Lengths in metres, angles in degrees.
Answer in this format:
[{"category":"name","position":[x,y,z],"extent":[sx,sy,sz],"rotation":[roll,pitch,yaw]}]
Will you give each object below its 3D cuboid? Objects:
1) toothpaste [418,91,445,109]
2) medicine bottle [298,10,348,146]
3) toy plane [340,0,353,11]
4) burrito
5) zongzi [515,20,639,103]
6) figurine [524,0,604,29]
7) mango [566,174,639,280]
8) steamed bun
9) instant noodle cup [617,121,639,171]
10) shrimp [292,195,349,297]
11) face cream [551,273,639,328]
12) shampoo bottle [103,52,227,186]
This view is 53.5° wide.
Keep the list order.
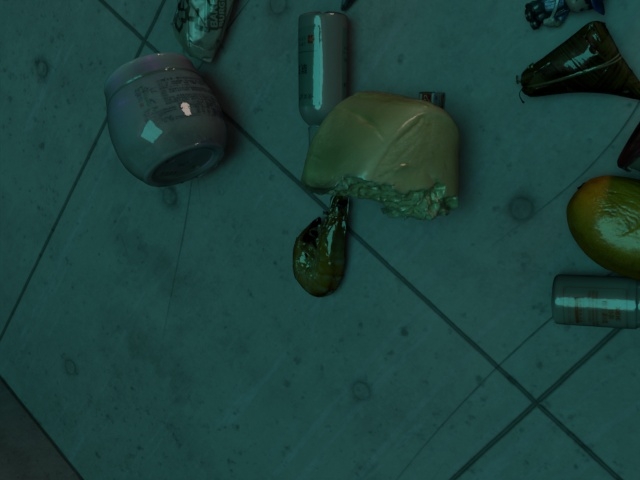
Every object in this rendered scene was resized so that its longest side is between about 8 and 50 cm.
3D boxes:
[{"category":"toothpaste","position":[0.233,-0.218,1.362],"extent":[0.040,0.047,0.196],"rotation":[13,106,42]},{"category":"medicine bottle","position":[0.005,-0.323,1.425],"extent":[0.110,0.110,0.351],"rotation":[6,102,27]},{"category":"toy plane","position":[0.101,-0.605,1.332],"extent":[0.267,0.088,0.212],"rotation":[-50,52,29]},{"category":"burrito","position":[-0.240,-0.652,1.503],"extent":[0.139,0.101,0.445],"rotation":[36,116,24]},{"category":"zongzi","position":[0.488,-0.286,1.196],"extent":[0.187,0.084,0.184],"rotation":[-34,93,36]},{"category":"figurine","position":[0.462,-0.446,1.183],"extent":[0.149,0.086,0.087],"rotation":[-12,53,41]},{"category":"mango","position":[0.594,-0.008,1.161],"extent":[0.295,0.120,0.177],"rotation":[36,102,20]},{"category":"steamed bun","position":[0.108,-0.163,1.276],"extent":[0.290,0.272,0.273],"rotation":[14,106,45]},{"category":"instant noodle cup","position":[0.643,-0.177,1.056],"extent":[0.178,0.235,0.234],"rotation":[33,113,8]},{"category":"shrimp","position":[0.000,0.000,1.523],"extent":[0.152,0.063,0.287],"rotation":[23,111,35]},{"category":"face cream","position":[0.576,0.118,1.205],"extent":[0.252,0.101,0.101],"rotation":[1,100,28]},{"category":"shampoo bottle","position":[-0.377,-0.291,1.545],"extent":[0.273,0.273,0.266],"rotation":[-30,76,29]}]
